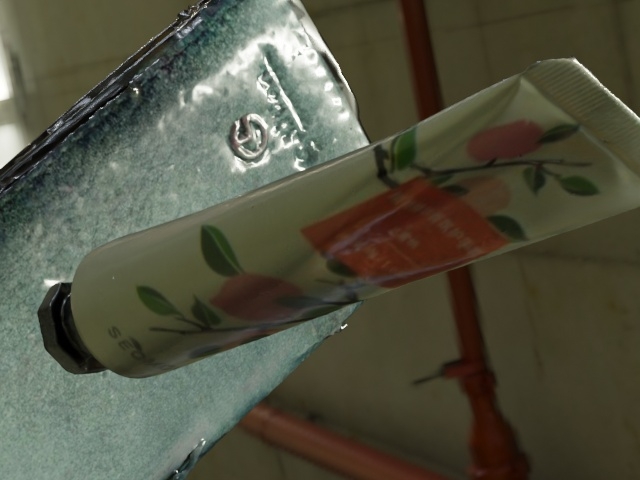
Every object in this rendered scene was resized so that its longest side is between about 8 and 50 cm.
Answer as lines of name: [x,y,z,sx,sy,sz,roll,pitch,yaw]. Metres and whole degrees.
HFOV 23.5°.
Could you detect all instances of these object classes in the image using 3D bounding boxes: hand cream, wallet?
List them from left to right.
wallet: [-0.111,0.050,0.703,0.046,0.379,0.191,15,-39,50]
hand cream: [0.000,0.000,0.504,0.234,0.080,0.050,-21,-127,34]
